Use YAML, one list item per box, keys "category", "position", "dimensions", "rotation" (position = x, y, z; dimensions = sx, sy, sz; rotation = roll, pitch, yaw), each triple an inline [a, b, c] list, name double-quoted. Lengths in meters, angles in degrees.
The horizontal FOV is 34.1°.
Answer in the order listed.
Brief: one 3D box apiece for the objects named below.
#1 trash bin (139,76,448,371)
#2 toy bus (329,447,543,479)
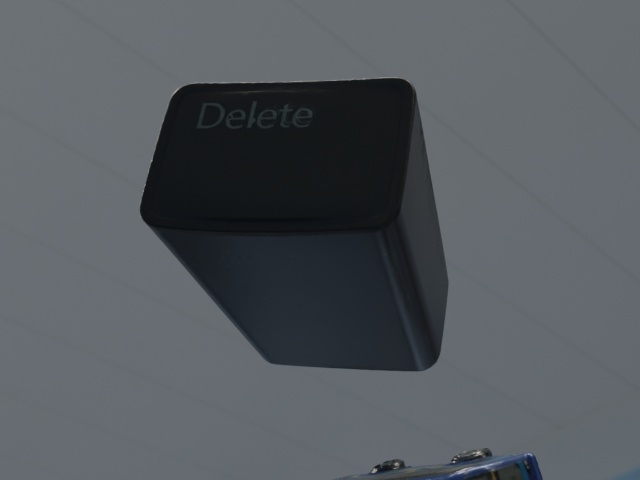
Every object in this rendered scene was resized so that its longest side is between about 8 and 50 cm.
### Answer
- category: "trash bin"
  position: [0.000, 0.000, 0.733]
  dimensions: [0.165, 0.115, 0.225]
  rotation: [0, -30, 16]
- category: "toy bus"
  position: [0.047, 0.140, 0.535]
  dimensions: [0.061, 0.051, 0.153]
  rotation: [-8, -10, -35]
